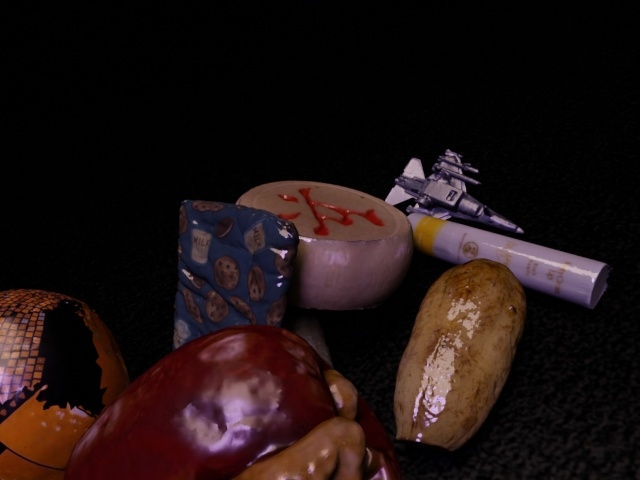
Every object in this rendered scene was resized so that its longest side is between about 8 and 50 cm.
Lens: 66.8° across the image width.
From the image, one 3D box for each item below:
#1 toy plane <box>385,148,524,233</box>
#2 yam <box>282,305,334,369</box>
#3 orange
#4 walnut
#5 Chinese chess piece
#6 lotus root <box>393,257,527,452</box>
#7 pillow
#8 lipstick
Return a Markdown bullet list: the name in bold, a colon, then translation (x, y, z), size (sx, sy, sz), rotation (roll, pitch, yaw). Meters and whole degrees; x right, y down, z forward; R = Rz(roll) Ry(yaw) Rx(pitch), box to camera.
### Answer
- **toy plane**: translation (0.197, -0.065, 0.750), size (0.234, 0.082, 0.160), rotation (27, 81, 46)
- **yam**: translation (-0.031, 0.114, 0.619), size (0.068, 0.068, 0.169), rotation (-18, 34, -1)
- **orange**: translation (-0.307, 0.166, 0.527), size (0.182, 0.234, 0.234), rotation (-14, 32, -24)
- **walnut**: translation (-0.078, 0.202, 0.397), size (0.269, 0.221, 0.244), rotation (-34, 12, 4)
- **Chinese chess piece**: translation (0.000, 0.000, 0.657), size (0.250, 0.103, 0.250), rotation (7, 22, -3)
- **lotus root**: translation (0.155, 0.108, 0.525), size (0.110, 0.097, 0.258), rotation (10, 48, 29)
- **pillow**: translation (-0.110, 0.084, 0.566), size (0.189, 0.255, 0.034), rotation (16, 12, 38)
- **lipstick**: translation (0.228, 0.019, 0.640), size (0.264, 0.059, 0.059), rotation (20, 50, 41)
